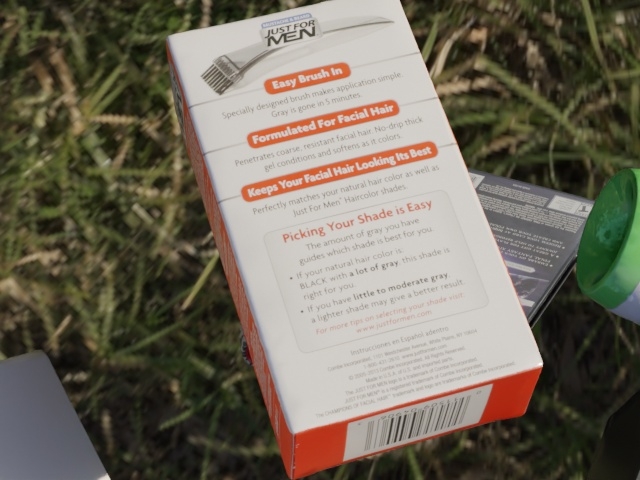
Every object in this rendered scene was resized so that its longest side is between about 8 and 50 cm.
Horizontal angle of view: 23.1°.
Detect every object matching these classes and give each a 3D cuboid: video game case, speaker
[{"bbox_3d":[0.155,0.024,1.635,0.196,0.274,0.026,16,136,27],"label":"video game case"},{"bbox_3d":[0.367,0.038,1.290,0.296,0.131,0.131,19,109,-10],"label":"speaker"}]

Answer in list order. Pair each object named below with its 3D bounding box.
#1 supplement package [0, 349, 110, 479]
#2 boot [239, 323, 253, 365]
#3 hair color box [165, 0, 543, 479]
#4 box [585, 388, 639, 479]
[{"bbox_3d":[-0.205,0.174,0.565,0.175,0.293,0.178,-35,78,26],"label":"supplement package"},{"bbox_3d":[0.000,0.001,1.507,0.236,0.179,0.085,-34,134,26],"label":"boot"},{"bbox_3d":[0.008,-0.006,0.581,0.093,0.053,0.167,-14,65,-9],"label":"hair color box"},{"bbox_3d":[0.322,0.168,0.800,0.312,0.179,0.343,28,147,1],"label":"box"}]
